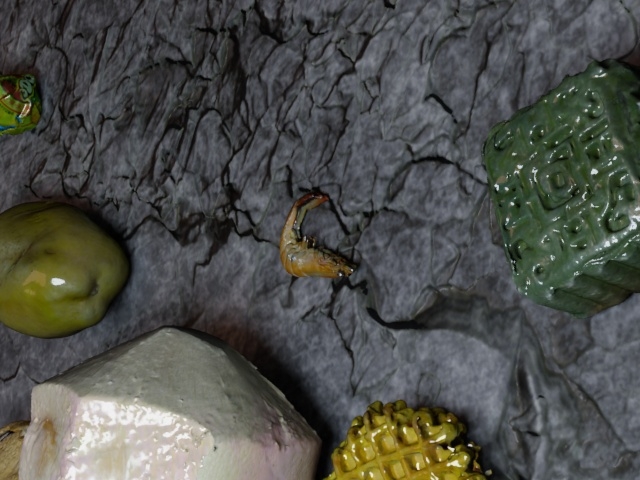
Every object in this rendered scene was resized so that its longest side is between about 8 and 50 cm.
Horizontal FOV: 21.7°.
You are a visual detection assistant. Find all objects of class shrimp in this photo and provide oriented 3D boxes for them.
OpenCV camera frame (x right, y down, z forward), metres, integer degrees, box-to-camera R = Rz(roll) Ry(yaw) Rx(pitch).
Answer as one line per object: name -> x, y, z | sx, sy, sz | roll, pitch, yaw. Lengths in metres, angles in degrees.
shrimp -> 0.000, 0.000, 1.688 | 0.127, 0.025, 0.091 | 23, 99, 48

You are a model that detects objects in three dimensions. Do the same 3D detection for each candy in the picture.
candy -> -0.439, -0.141, 2.150 | 0.262, 0.073, 0.077 | -29, 91, 48

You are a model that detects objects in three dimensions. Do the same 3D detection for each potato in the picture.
potato -> -0.314, 0.035, 1.930 | 0.200, 0.137, 0.154 | 28, 104, 46

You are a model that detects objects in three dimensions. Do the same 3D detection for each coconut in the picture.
coconut -> -0.151, 0.238, 1.627 | 0.297, 0.297, 0.309 | 3, 88, 46

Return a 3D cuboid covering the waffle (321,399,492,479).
waffle -> 0.081, 0.247, 1.537 | 0.197, 0.070, 0.193 | 14, 94, 44

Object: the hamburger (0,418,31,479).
hamburger -> -0.307, 0.311, 1.880 | 0.286, 0.146, 0.243 | -57, 42, 32

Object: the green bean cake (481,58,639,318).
green bean cake -> 0.229, -0.043, 1.405 | 0.173, 0.094, 0.181 | -30, 62, 40
